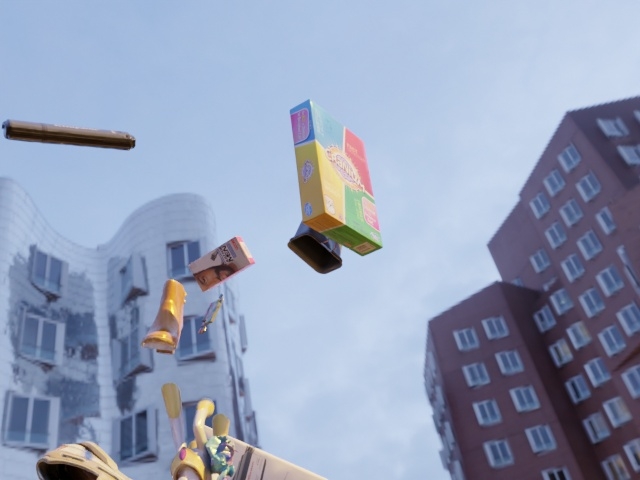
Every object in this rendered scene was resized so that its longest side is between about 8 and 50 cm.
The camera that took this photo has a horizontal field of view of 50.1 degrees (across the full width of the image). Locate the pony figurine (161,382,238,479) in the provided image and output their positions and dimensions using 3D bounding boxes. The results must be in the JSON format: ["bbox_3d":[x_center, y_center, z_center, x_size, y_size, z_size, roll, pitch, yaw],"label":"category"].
[{"bbox_3d":[-0.243,0.516,1.392,0.302,0.363,0.351,-14,-59,0],"label":"pony figurine"}]

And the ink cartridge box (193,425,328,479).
[{"bbox_3d":[-0.160,0.689,1.909,0.395,0.166,0.285,17,-24,21],"label":"ink cartridge box"}]

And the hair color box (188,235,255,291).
[{"bbox_3d":[-0.284,0.068,1.971,0.167,0.093,0.053,-32,-7,9],"label":"hair color box"}]

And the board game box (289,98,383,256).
[{"bbox_3d":[0.037,-0.146,1.625,0.064,0.317,0.242,-24,-32,28],"label":"board game box"}]

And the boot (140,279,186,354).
[{"bbox_3d":[-0.452,0.215,1.994,0.104,0.211,0.295,6,-15,-5],"label":"boot"}]

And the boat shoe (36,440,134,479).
[{"bbox_3d":[-0.350,0.439,1.129,0.103,0.302,0.113,17,-86,-61],"label":"boat shoe"}]

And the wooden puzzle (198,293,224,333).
[{"bbox_3d":[-0.198,0.131,1.242,0.006,0.083,0.049,34,-32,-20],"label":"wooden puzzle"}]

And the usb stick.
[{"bbox_3d":[-0.556,-0.233,1.523,0.278,0.077,0.045,2,-81,-31],"label":"usb stick"}]

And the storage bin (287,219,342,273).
[{"bbox_3d":[0.000,0.000,1.671,0.098,0.091,0.135,-26,-55,39],"label":"storage bin"}]
